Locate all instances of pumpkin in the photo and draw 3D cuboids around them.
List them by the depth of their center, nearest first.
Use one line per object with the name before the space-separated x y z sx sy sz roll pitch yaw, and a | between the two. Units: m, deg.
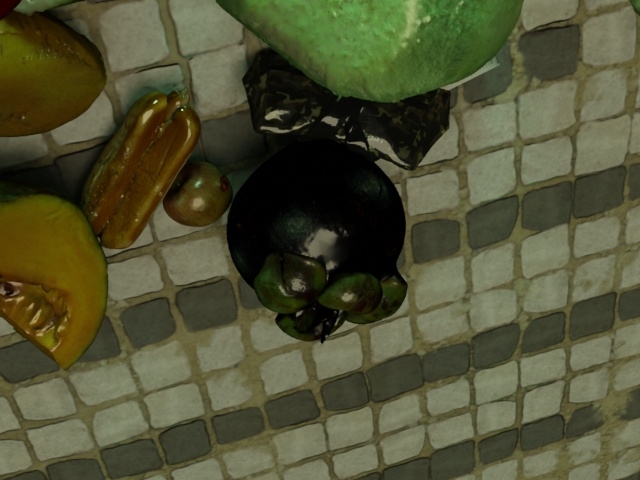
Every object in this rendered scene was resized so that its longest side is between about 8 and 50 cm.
pumpkin | -0.363 -0.003 1.198 0.148 0.169 0.312 -45 143 -19

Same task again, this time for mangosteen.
mangosteen | 0.000 0.000 1.250 0.243 0.243 0.243 -10 129 -13

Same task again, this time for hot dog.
hot dog | -0.212 -0.086 1.211 0.092 0.062 0.236 30 118 -18

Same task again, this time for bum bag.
bum bag | 0.030 -0.150 1.195 0.248 0.102 0.069 11 151 -5

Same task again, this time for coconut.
coconut | 0.053 -0.283 1.017 0.328 0.328 0.281 -3 120 -18

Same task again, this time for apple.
apple | -0.147 -0.054 1.251 0.084 0.084 0.071 -41 128 13

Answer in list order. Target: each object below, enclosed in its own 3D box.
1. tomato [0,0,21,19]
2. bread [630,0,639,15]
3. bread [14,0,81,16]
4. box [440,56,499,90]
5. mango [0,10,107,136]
tomato | -0.337 -0.279 0.702 0.293 0.290 0.325 -7 138 -14
bread | 0.433 -0.442 1.035 0.390 0.279 0.371 -14 128 -9
bread | -0.311 -0.371 0.914 0.366 0.129 0.382 -26 131 4
box | 0.131 -0.239 1.230 0.129 0.051 0.130 -26 130 1
mango | -0.336 -0.181 1.039 0.248 0.156 0.151 9 93 -34
